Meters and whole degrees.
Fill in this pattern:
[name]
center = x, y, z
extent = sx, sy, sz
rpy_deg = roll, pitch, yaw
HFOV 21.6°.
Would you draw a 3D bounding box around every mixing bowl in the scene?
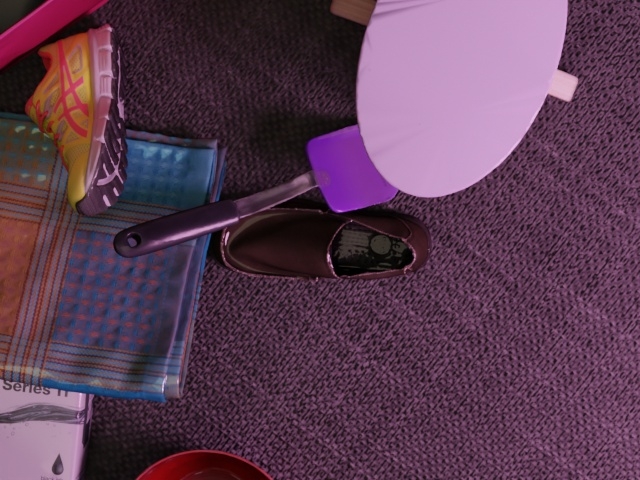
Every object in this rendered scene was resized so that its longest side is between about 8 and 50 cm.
[mixing bowl]
center = -0.111, 0.284, 1.675
extent = 0.181, 0.098, 0.181
rpy_deg = 0, 98, 2

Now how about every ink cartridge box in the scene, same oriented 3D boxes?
[ink cartridge box]
center = -0.307, 0.175, 1.673
extent = 0.153, 0.087, 0.208
rpy_deg = 6, 96, 0

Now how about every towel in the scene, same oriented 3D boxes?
[towel]
center = -0.293, 0.003, 1.626
extent = 0.370, 0.040, 0.272
rpy_deg = 9, 71, 1

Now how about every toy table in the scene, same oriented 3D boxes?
[toy table]
center = 0.126, -0.181, 1.582
extent = 0.252, 0.161, 0.274
rpy_deg = 32, 96, -2

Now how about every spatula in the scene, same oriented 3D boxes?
[spatula]
center = -0.059, -0.038, 1.617
extent = 0.296, 0.030, 0.084
rpy_deg = -20, 80, -14

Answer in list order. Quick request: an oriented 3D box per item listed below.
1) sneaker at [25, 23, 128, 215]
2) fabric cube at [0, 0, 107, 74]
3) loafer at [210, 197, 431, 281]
[sneaker]
center = -0.237, -0.111, 1.610
extent = 0.094, 0.081, 0.209
rpy_deg = -5, 56, 4
[fabric cube]
center = -0.296, -0.318, 1.529
extent = 0.254, 0.258, 0.259
rpy_deg = -35, 95, 6
[loafer]
center = 0.000, 0.000, 1.647
extent = 0.220, 0.078, 0.080
rpy_deg = -2, 97, 2
